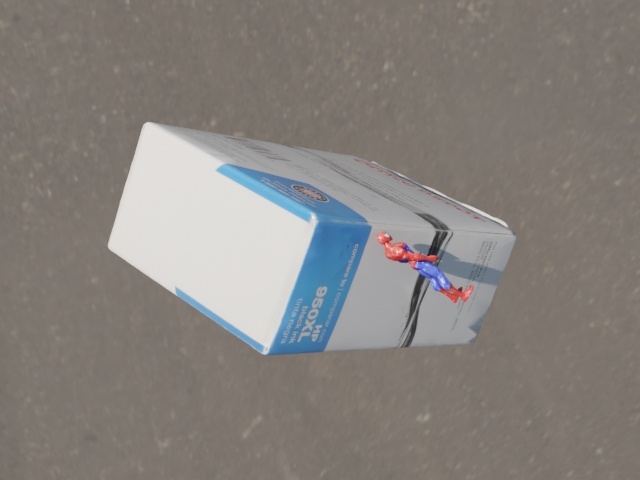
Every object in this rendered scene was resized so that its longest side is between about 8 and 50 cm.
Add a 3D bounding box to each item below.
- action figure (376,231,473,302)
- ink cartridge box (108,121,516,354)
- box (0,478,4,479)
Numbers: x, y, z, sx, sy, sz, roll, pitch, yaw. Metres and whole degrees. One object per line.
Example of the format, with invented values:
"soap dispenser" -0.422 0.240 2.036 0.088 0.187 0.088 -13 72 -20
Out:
"action figure" 0.105 0.025 1.214 0.115 0.038 0.030 31 78 -18
"ink cartridge box" 0.000 0.000 1.390 0.285 0.395 0.166 30 107 38
"box" -0.347 0.432 1.307 0.396 0.212 0.293 16 73 16
